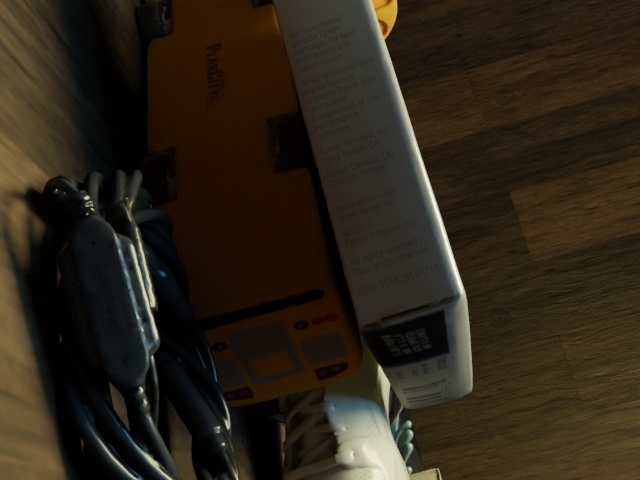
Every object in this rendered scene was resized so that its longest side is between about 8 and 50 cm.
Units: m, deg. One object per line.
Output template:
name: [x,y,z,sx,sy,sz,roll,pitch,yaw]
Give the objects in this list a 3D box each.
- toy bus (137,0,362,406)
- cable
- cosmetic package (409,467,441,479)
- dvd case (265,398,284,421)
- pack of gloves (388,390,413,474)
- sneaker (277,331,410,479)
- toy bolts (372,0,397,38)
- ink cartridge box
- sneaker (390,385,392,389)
toy bus: [-0.054,-0.062,0.632,0.130,0.108,0.332,68,8,-46]
cable: [-0.080,0.057,0.423,0.150,0.047,0.184,61,10,-87]
cosmetic package: [0.115,0.416,0.950,0.160,0.113,0.309,26,49,-82]
dvd case: [-0.043,0.098,0.783,0.087,0.013,0.119,56,18,-72]
pack of gloves: [0.091,0.288,1.262,0.195,0.046,0.232,-87,-178,-46]
sneaker: [-0.017,0.113,0.664,0.169,0.108,0.292,53,21,-31]
toy bolts: [-0.012,-0.234,0.902,0.158,0.218,0.228,-116,-169,-49]
ink cartridge box: [0.034,-0.057,0.618,0.303,0.072,0.307,58,15,-69]
sneaker: [0.061,0.183,1.199,0.152,0.085,0.058,-12,86,-84]
